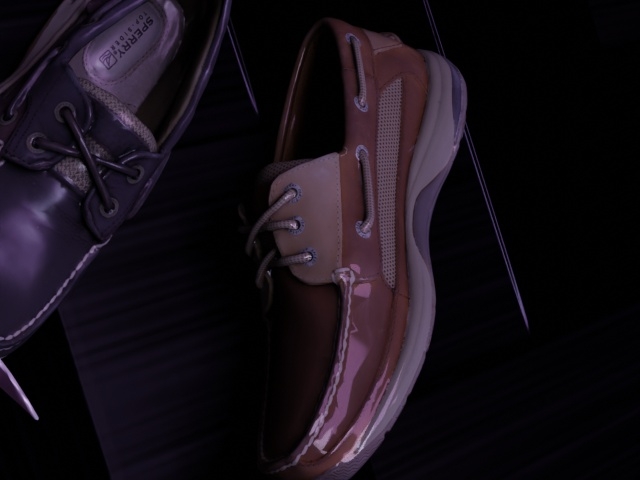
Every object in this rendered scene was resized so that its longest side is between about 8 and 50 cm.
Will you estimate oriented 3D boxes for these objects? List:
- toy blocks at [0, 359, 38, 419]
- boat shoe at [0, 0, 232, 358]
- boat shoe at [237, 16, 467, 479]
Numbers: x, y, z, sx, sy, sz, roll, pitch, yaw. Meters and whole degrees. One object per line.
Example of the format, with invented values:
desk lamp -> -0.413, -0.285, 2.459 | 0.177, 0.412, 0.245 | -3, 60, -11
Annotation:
toy blocks -> -0.256, -0.019, 0.591 | 0.288, 0.260, 0.309 | 52, 43, -12
boat shoe -> -0.133, -0.057, 0.868 | 0.103, 0.092, 0.285 | 46, 51, -24
boat shoe -> 0.000, 0.000, 0.971 | 0.116, 0.123, 0.324 | 30, 52, -26
